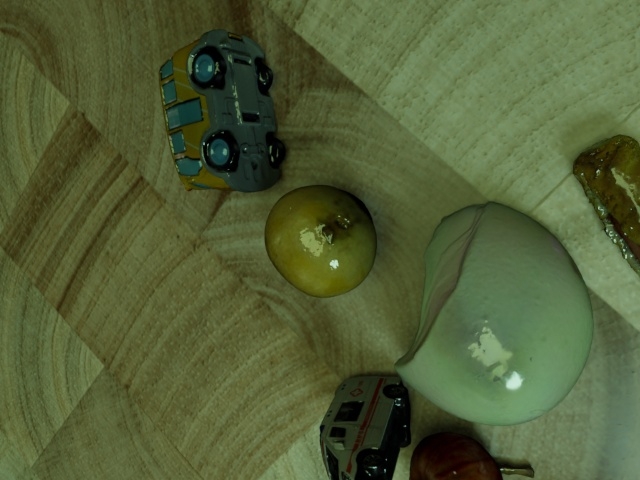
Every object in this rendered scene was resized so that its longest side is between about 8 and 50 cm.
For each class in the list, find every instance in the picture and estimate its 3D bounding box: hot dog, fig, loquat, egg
[{"bbox_3d":[0.380,0.014,0.546,0.083,0.068,0.289,-34,84,16],"label":"hot dog"},{"bbox_3d":[0.182,0.300,0.647,0.150,0.128,0.128,-40,82,-7],"label":"fig"},{"bbox_3d":[0.000,0.000,0.654,0.163,0.163,0.137,27,71,16],"label":"loquat"},{"bbox_3d":[0.201,0.104,0.580,0.207,0.162,0.270,16,105,20],"label":"egg"}]

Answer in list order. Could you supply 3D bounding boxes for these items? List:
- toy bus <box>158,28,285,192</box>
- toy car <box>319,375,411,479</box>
[{"bbox_3d":[-0.142,-0.165,0.699,0.136,0.126,0.209,-5,97,31],"label":"toy bus"},{"bbox_3d":[0.049,0.257,0.639,0.108,0.209,0.089,0,110,20],"label":"toy car"}]
